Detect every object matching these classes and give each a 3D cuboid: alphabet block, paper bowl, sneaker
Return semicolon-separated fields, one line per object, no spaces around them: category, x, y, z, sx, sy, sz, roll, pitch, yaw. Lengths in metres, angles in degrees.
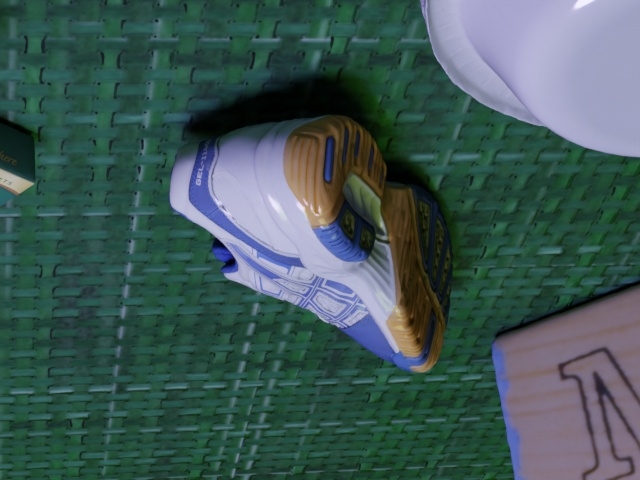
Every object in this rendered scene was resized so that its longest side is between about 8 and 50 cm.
alphabet block;0.275;0.157;1.489;0.197;0.193;0.192;-23;147;23
paper bowl;0.194;-0.153;1.009;0.284;0.148;0.284;-4;148;-3
sneaker;0.000;0.000;1.283;0.131;0.112;0.296;-1;151;24

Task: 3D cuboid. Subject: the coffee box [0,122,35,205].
coffee box;-0.284;-0.031;1.203;0.184;0.040;0.113;-29;142;31
